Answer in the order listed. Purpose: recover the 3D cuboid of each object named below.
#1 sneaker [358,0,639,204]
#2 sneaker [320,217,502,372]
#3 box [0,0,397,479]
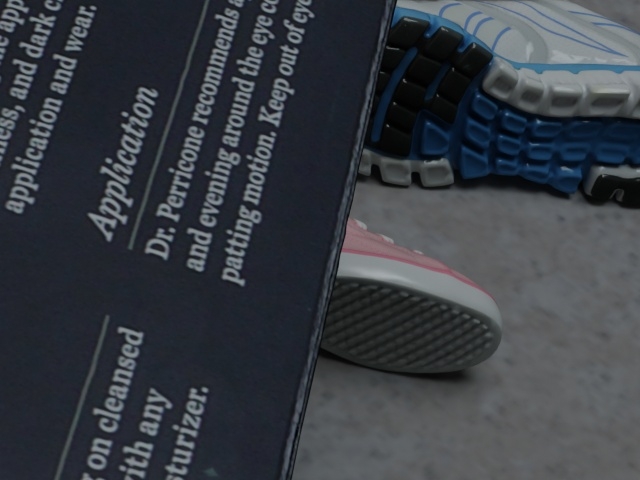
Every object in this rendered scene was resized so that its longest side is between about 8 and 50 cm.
[{"bbox_3d":[0.066,-0.067,0.746,0.190,0.071,0.083,11,37,-20],"label":"sneaker"},{"bbox_3d":[0.000,0.000,0.660,0.134,0.051,0.070,11,49,-1],"label":"sneaker"},{"bbox_3d":[-0.168,0.024,0.450,0.312,0.179,0.343,19,51,-6],"label":"box"}]
